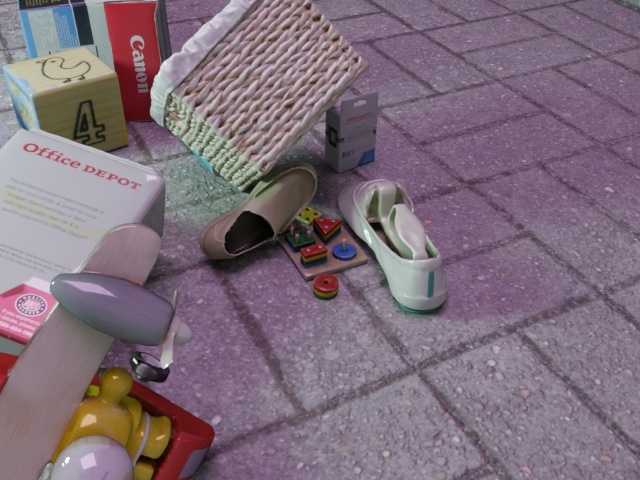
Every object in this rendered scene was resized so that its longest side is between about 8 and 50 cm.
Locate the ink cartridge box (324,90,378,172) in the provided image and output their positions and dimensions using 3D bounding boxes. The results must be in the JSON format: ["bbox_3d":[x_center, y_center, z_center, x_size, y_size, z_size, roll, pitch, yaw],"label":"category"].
[{"bbox_3d":[0.069,-0.253,1.576,0.104,0.180,0.060,-21,43,-26],"label":"ink cartridge box"}]

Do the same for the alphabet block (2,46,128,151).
[{"bbox_3d":[-0.582,-0.308,1.623,0.197,0.193,0.192,-25,47,-30],"label":"alphabet block"}]

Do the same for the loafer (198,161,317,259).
[{"bbox_3d":[-0.102,-0.047,1.331,0.268,0.102,0.092,-41,31,-13],"label":"loafer"}]

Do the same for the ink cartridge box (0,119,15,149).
[{"bbox_3d":[-0.759,-0.214,1.519,0.066,0.232,0.189,-20,31,26],"label":"ink cartridge box"}]

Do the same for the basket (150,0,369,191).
[{"bbox_3d":[-0.134,-0.301,1.397,0.331,0.266,0.328,-47,10,-12],"label":"basket"}]

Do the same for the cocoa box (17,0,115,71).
[{"bbox_3d":[-0.706,-0.603,1.964,0.228,0.231,0.347,-13,40,-16],"label":"cocoa box"}]

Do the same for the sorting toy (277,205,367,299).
[{"bbox_3d":[0.000,0.000,1.359,0.132,0.046,0.274,-15,40,-20],"label":"sorting toy"}]

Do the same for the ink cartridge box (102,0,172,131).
[{"bbox_3d":[-0.437,-0.457,1.720,0.130,0.309,0.272,-4,38,-6],"label":"ink cartridge box"}]

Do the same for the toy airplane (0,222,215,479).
[{"bbox_3d":[-0.311,0.208,0.810,0.384,0.386,0.272,-23,32,-27],"label":"toy airplane"}]

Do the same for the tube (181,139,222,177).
[{"bbox_3d":[-0.261,-0.211,1.627,0.080,0.052,0.207,-12,34,-23],"label":"tube"}]

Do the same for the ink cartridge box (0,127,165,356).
[{"bbox_3d":[-0.456,0.023,1.149,0.279,0.160,0.385,20,48,3],"label":"ink cartridge box"}]

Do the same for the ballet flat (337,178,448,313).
[{"bbox_3d":[0.139,-0.034,1.339,0.139,0.139,0.400,-9,39,-13],"label":"ballet flat"}]
